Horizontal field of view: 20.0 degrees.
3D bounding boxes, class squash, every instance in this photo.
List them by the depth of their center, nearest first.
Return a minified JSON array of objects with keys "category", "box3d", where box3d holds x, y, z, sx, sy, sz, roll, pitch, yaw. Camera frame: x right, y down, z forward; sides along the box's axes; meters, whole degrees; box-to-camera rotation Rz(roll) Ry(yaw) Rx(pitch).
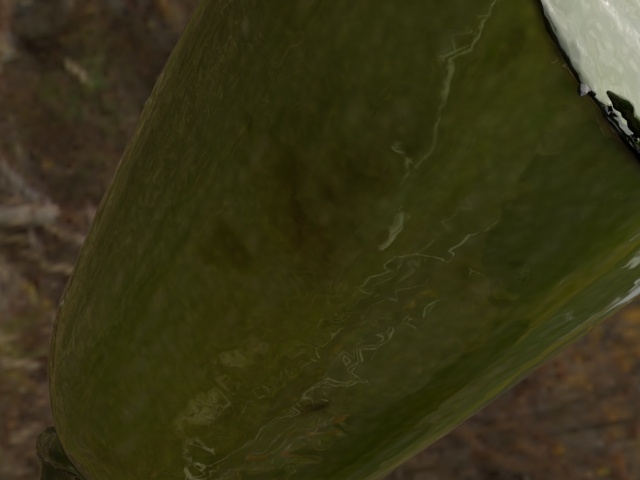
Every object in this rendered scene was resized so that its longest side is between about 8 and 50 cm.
[{"category":"squash","box3d":[0.006,0.011,0.413,0.287,0.137,0.137,-57,-159,36]}]
